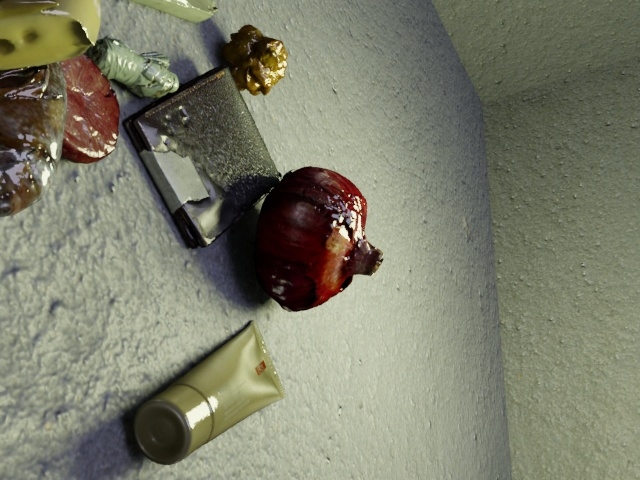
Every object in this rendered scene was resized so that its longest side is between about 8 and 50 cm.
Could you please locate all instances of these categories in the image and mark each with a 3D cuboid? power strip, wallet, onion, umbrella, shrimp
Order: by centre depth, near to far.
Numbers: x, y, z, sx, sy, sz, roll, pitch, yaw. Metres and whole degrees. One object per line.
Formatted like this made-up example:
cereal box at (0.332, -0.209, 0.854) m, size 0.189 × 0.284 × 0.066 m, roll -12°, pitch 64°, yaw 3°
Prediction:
shrimp at (-0.333, -0.165, 0.707) m, size 0.116 × 0.145 × 0.343 m, roll 108°, pitch -20°, yaw -53°
umbrella at (-0.256, -0.238, 0.955) m, size 0.143 × 0.062 × 0.067 m, roll 11°, pitch 103°, yaw -51°
power strip at (-0.259, -0.395, 1.036) m, size 0.286 × 0.048 × 0.080 m, roll -12°, pitch 87°, yaw -64°
wallet at (-0.170, -0.139, 1.075) m, size 0.262 × 0.071 × 0.221 m, roll -51°, pitch 124°, yaw -51°
onion at (0.000, 0.000, 1.141) m, size 0.252 × 0.219 × 0.252 m, roll -47°, pitch 149°, yaw -41°

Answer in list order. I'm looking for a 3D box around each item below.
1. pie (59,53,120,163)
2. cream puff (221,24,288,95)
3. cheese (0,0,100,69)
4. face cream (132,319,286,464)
pie at (-0.305, -0.166, 0.850) m, size 0.154 × 0.036 × 0.155 m, roll 38°, pitch 45°, yaw -52°
cream puff at (-0.117, -0.321, 1.211) m, size 0.094 × 0.116 × 0.122 m, roll 46°, pitch 22°, yaw -65°
cheese at (-0.362, -0.286, 0.612) m, size 0.259 × 0.128 × 0.316 m, roll -20°, pitch 80°, yaw -37°
face cream at (-0.136, 0.210, 0.969) m, size 0.137 × 0.084 × 0.341 m, roll 67°, pitch 19°, yaw 2°
